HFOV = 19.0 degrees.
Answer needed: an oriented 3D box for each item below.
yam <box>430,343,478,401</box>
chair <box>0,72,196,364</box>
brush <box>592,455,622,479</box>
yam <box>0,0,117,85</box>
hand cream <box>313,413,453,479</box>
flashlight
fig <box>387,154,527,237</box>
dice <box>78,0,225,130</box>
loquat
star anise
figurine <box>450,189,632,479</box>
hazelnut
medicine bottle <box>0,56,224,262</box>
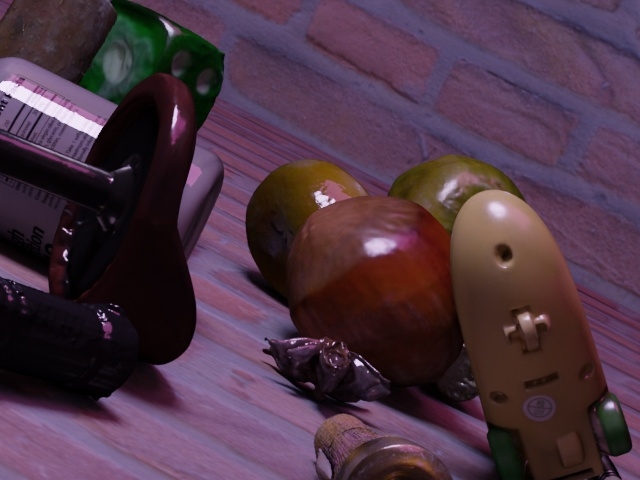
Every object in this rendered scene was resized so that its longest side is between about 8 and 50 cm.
[{"bbox_3d":[0.122,0.095,2.130,0.083,0.083,0.371,25,7,-10],"label":"yam"},{"bbox_3d":[-0.260,-0.070,1.479,0.401,0.226,0.226,24,8,-23],"label":"chair"},{"bbox_3d":[0.288,0.248,1.866,0.039,0.042,0.299,26,12,-11],"label":"brush"},{"bbox_3d":[-0.300,-0.155,1.885,0.106,0.259,0.106,30,-14,8],"label":"yam"},{"bbox_3d":[0.036,0.169,1.426,0.084,0.084,0.203,24,3,-15],"label":"hand cream"},{"bbox_3d":[-0.222,0.058,1.306,0.093,0.093,0.232,34,5,42],"label":"flashlight"},{"bbox_3d":[0.151,-0.023,2.127,0.167,0.167,0.233,24,21,-14],"label":"fig"},{"bbox_3d":[-0.188,-0.180,2.077,0.131,0.128,0.120,27,2,36],"label":"dice"},{"bbox_3d":[0.000,0.000,2.091,0.152,0.152,0.195,18,36,-46],"label":"loquat"},{"bbox_3d":[0.006,0.115,1.704,0.124,0.056,0.129,23,-7,-6],"label":"star anise"},{"bbox_3d":[0.190,0.086,1.759,0.222,0.124,0.324,-98,170,-59],"label":"figurine"},{"bbox_3d":[0.061,0.053,1.893,0.214,0.176,0.214,53,9,-12],"label":"hazelnut"},{"bbox_3d":[-0.245,-0.066,1.731,0.289,0.157,0.157,26,8,3],"label":"medicine bottle"}]
